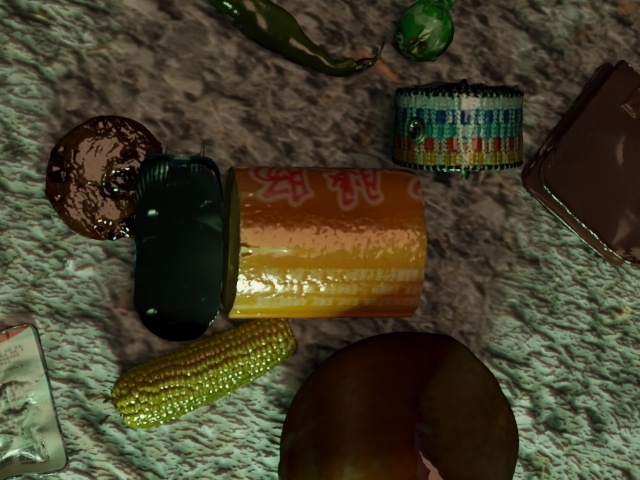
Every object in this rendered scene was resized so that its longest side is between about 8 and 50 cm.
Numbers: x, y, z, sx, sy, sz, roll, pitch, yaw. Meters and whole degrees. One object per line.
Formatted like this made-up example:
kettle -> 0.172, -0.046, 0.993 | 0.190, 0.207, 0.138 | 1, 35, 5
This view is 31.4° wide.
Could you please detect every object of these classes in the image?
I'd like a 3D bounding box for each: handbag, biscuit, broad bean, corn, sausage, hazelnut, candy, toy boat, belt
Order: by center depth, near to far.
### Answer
hazelnut -> 0.119, 0.319, 1.686 | 0.366, 0.366, 0.365 | 0, 90, -14
sausage -> 0.000, 0.000, 1.701 | 0.287, 0.233, 0.233 | 2, 90, -14
toy boat -> -0.207, 0.004, 1.705 | 0.134, 0.092, 0.298 | 6, 116, 0
biscuit -> -0.320, -0.095, 1.714 | 0.192, 0.049, 0.192 | 0, 89, -11
corn -> -0.180, 0.200, 1.726 | 0.310, 0.101, 0.101 | -22, 95, -17
belt -> 0.209, -0.173, 1.742 | 0.207, 0.257, 0.150 | 3, 99, 8
broad bean -> -0.053, -0.334, 1.777 | 0.318, 0.056, 0.098 | 19, 80, -18
candy -> 0.229, -0.421, 1.841 | 0.097, 0.097, 0.323 | 39, 74, -11
handbag -> 0.503, -0.127, 1.900 | 0.260, 0.084, 0.275 | 41, 81, -8

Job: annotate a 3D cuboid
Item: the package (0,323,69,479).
package -> -0.474, 0.252, 1.687 | 0.166, 0.040, 0.232 | -16, 86, -16
